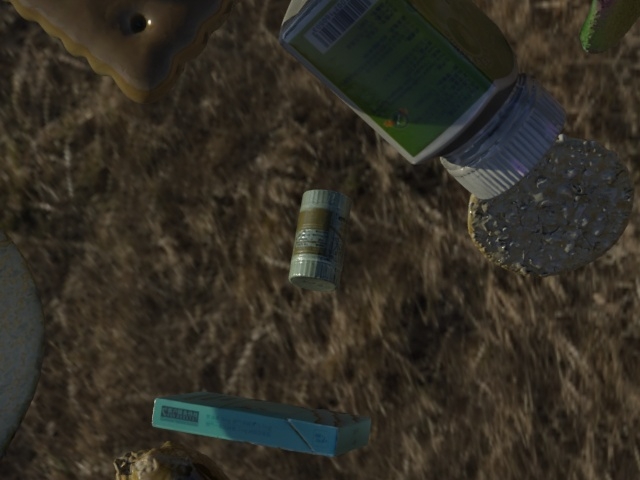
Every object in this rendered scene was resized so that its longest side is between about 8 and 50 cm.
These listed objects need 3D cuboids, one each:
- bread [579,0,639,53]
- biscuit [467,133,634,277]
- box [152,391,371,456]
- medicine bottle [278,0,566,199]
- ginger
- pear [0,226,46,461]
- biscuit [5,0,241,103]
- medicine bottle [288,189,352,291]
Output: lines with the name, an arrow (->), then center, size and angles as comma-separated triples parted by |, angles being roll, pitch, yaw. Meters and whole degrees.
bread -> 0.368, -0.313, 1.621 | 0.033, 0.228, 0.228 | 32, 76, 18
biscuit -> 0.198, -0.028, 1.217 | 0.152, 0.152, 0.020 | -13, 39, 5
box -> -0.068, 0.220, 1.719 | 0.229, 0.162, 0.041 | 7, 89, 17
medicine bottle -> 0.071, -0.120, 0.961 | 0.188, 0.132, 0.088 | 41, 115, -14
ginger -> -0.094, 0.240, 1.159 | 0.095, 0.069, 0.190 | -40, 100, -18
pear -> -0.482, 0.109, 1.495 | 0.191, 0.340, 0.386 | 12, 102, 53
biscuit -> -0.170, -0.257, 0.878 | 0.325, 0.044, 0.217 | 38, 90, 0
medicine bottle -> 0.000, 0.000, 1.272 | 0.047, 0.047, 0.083 | 5, 71, 13
